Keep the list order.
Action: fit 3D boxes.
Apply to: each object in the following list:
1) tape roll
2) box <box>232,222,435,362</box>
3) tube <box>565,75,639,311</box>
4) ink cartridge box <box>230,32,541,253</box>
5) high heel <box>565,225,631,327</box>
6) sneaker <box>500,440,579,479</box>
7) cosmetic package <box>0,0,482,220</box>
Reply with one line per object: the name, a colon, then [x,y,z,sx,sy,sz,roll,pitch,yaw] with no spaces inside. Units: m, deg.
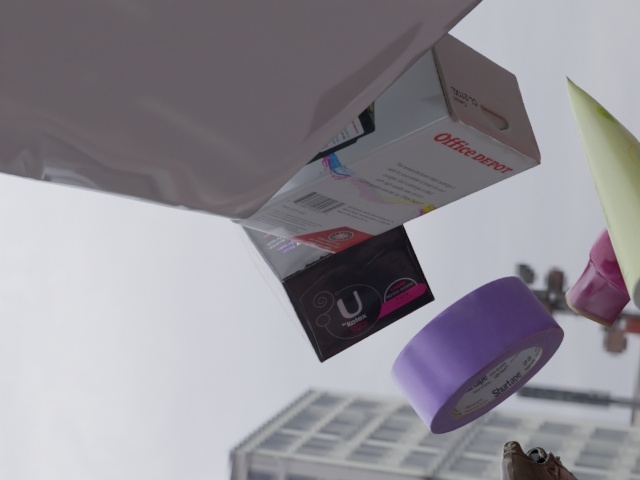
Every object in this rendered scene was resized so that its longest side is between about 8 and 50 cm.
tape roll: [0.178,0.131,1.514,0.189,0.080,0.189,-31,-24,-16]
box: [0.000,0.000,1.665,0.270,0.165,0.143,53,170,55]
tube: [0.249,-0.041,1.066,0.240,0.062,0.070,-96,2,-50]
ink cartridge box: [0.038,-0.063,0.886,0.127,0.175,0.072,18,-126,-54]
high heel: [0.360,0.048,1.259,0.082,0.244,0.117,-84,18,-54]
sneaker: [0.263,0.269,1.504,0.188,0.066,0.071,25,-127,-53]
cosmetic package: [-0.118,-0.274,0.700,0.327,0.329,0.393,11,-135,-50]
